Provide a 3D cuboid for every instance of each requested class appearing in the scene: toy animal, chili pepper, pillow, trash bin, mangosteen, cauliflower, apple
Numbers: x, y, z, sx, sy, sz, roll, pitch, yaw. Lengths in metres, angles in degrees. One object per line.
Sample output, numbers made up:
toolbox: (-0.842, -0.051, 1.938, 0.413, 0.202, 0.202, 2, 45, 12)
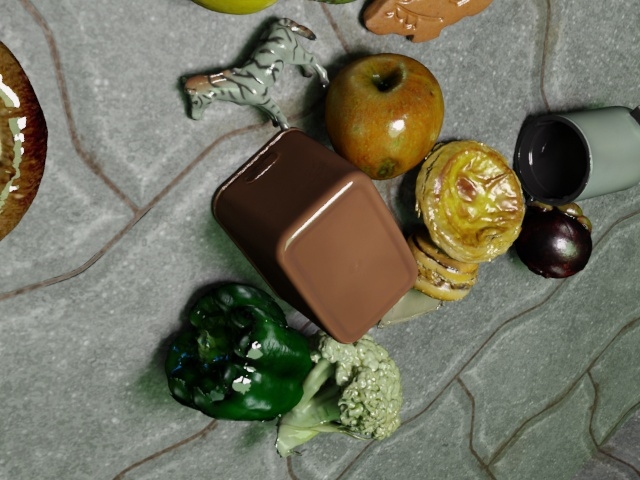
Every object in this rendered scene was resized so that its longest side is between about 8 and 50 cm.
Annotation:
toy animal: (-0.100, -0.260, 1.249, 0.255, 0.089, 0.170, -40, 128, -18)
chili pepper: (-0.147, 0.229, 1.381, 0.256, 0.233, 0.249, 27, 99, -50)
pillow: (0.213, 0.136, 1.728, 0.208, 0.053, 0.119, -12, 116, -33)
trash bin: (0.642, -0.210, 1.769, 0.262, 0.217, 0.277, -12, 153, -35)
mangosteen: (0.602, -0.001, 1.870, 0.209, 0.210, 0.210, -18, 123, -30)
cauliflower: (0.035, 0.311, 1.557, 0.280, 0.260, 0.327, -12, 127, 14)
apple: (0.119, -0.224, 1.346, 0.236, 0.237, 0.208, -31, 143, -22)

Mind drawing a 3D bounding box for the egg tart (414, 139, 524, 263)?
egg tart: (0.320, -0.084, 1.615, 0.294, 0.116, 0.295, 3, 84, -27)

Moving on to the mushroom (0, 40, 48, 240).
mushroom: (-0.517, -0.130, 0.917, 0.345, 0.239, 0.345, -28, 149, -19)

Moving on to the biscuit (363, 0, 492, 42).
biscuit: (0.216, -0.484, 1.316, 0.283, 0.043, 0.306, -17, 150, -15)

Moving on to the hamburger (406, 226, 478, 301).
hamburger: (0.271, 0.057, 1.653, 0.190, 0.182, 0.118, -9, 135, -44)

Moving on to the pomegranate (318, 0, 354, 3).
pomegranate: (0.021, -0.493, 1.160, 0.181, 0.181, 0.224, 5, 101, -40)

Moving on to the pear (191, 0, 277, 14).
pear: (-0.138, -0.428, 1.063, 0.199, 0.200, 0.200, -18, 123, -30)

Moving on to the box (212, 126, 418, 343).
box: (0.000, 0.000, 1.367, 0.239, 0.229, 0.339, -43, 132, -10)
